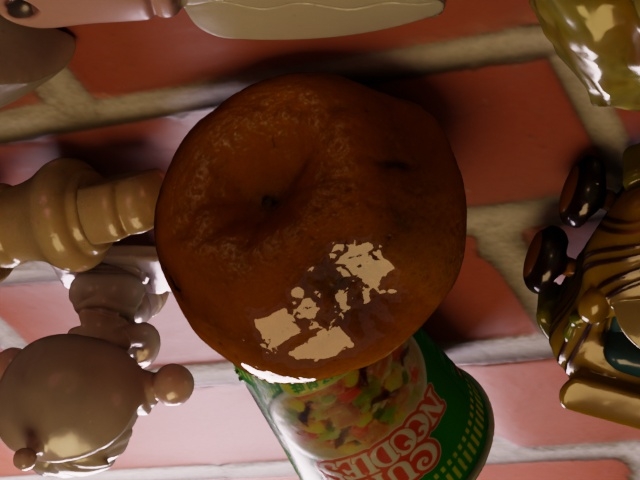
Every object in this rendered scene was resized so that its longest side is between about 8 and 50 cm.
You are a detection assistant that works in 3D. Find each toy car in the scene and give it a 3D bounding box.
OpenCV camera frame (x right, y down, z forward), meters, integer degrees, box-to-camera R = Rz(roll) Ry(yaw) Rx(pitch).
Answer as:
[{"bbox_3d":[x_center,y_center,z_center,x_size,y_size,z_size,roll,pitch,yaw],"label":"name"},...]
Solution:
[{"bbox_3d":[0.271,0.044,1.407,0.200,0.142,0.248,15,136,-5],"label":"toy car"}]

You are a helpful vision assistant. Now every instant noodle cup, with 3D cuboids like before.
[{"bbox_3d":[0.019,0.124,1.605,0.207,0.207,0.232,-9,136,29],"label":"instant noodle cup"}]

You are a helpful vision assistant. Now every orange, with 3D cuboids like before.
[{"bbox_3d":[0.000,0.000,1.377,0.249,0.249,0.183,-8,159,27],"label":"orange"}]

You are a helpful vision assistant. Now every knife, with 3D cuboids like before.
[{"bbox_3d":[-0.078,-0.169,1.300,0.336,0.043,0.081,7,154,3],"label":"knife"}]

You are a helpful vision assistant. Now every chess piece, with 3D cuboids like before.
[{"bbox_3d":[-0.304,-0.006,1.558,0.397,0.117,0.117,-8,143,25],"label":"chess piece"}]

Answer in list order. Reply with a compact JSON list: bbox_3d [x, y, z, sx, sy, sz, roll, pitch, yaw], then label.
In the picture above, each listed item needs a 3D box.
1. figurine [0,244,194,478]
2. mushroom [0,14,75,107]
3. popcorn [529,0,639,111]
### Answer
[{"bbox_3d":[-0.200,0.107,1.567,0.182,0.256,0.144,15,146,-2],"label":"figurine"},{"bbox_3d":[-0.396,-0.104,1.423,0.397,0.126,0.177,-21,145,35],"label":"mushroom"},{"bbox_3d":[0.232,-0.195,0.954,0.274,0.279,0.335,-24,124,17],"label":"popcorn"}]
